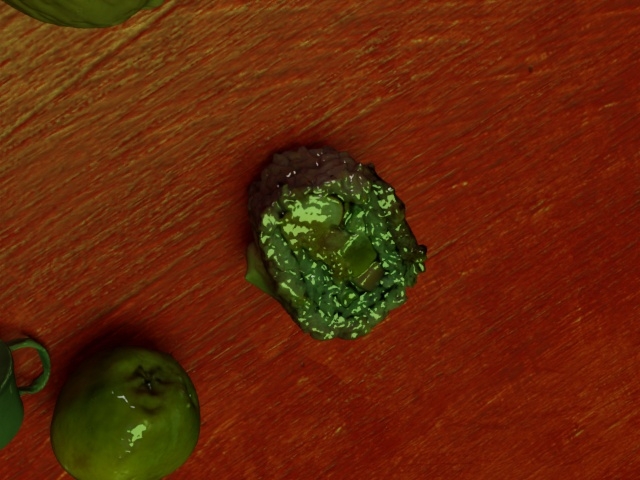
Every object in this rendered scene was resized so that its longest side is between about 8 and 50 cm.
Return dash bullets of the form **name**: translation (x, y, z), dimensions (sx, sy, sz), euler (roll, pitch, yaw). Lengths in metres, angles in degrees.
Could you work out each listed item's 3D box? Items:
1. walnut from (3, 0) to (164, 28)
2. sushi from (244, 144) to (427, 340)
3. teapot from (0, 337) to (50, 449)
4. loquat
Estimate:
- **walnut**: translation (-0.252, -0.376, 1.002), dimensions (0.333, 0.333, 0.332), euler (-10, 121, -18)
- **sushi**: translation (0.000, 0.000, 1.387), dimensions (0.237, 0.171, 0.270), euler (-32, 123, -4)
- **teapot**: translation (-0.463, 0.225, 1.331), dimensions (0.239, 0.162, 0.149), euler (-44, 141, -33)
- **loquat**: translation (-0.283, 0.261, 1.397), dimensions (0.214, 0.213, 0.246), euler (11, 137, -28)
